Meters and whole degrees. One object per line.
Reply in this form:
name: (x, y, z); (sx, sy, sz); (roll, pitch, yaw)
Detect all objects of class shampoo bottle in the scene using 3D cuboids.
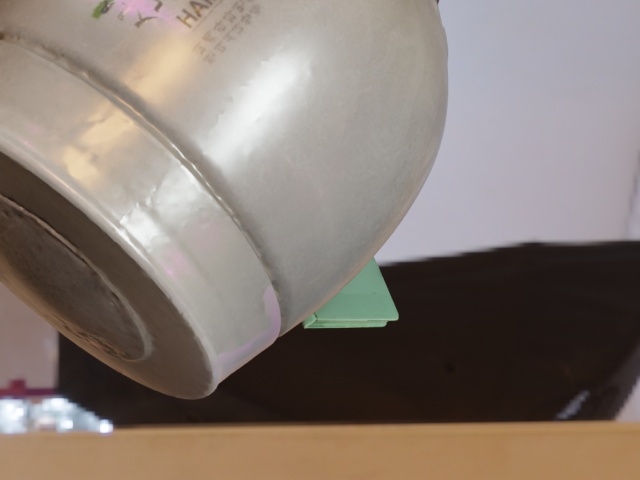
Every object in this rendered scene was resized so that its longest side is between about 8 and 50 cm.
shampoo bottle: (-0.080, -0.070, 0.822); (0.266, 0.273, 0.273); (-50, 161, -25)

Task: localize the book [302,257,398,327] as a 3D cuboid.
book: (0.000, 0.000, 0.998); (0.103, 0.017, 0.135); (3, 58, -52)
